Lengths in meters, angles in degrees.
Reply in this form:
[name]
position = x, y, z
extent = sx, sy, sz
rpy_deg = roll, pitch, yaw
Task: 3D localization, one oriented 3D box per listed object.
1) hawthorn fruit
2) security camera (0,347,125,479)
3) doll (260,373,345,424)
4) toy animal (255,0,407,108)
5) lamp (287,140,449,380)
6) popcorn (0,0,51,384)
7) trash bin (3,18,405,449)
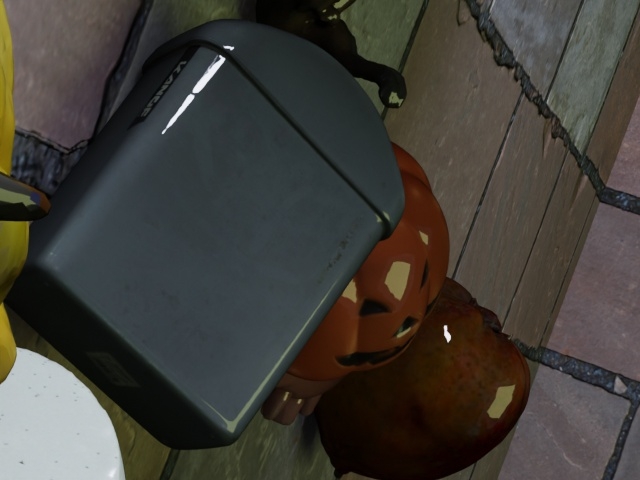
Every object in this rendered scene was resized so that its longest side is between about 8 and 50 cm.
[hawthorn fruit]
position = 0.094, 0.164, 1.517
extent = 0.248, 0.208, 0.208
rpy_deg = -49, 166, 13
[security camera]
position = -0.183, 0.186, 0.698
extent = 0.194, 0.194, 0.236
rpy_deg = -49, 150, -48
[doll]
position = 0.002, 0.056, 1.269
extent = 0.262, 0.093, 0.211
rpy_deg = -24, 129, -65
[toy animal]
position = 0.019, -0.187, 1.021
extent = 0.084, 0.148, 0.233
rpy_deg = 31, 80, -33
[lamp]
position = 0.000, 0.000, 1.056
extent = 0.188, 0.187, 0.164
rpy_deg = -55, 155, -38
[popcorn]
position = -0.190, -0.014, 0.373
extent = 0.297, 0.281, 0.316
rpy_deg = 42, 55, -53
[trash bin]
position = -0.061, -0.014, 0.880
extent = 0.177, 0.101, 0.236
rpy_deg = 47, 59, -21
